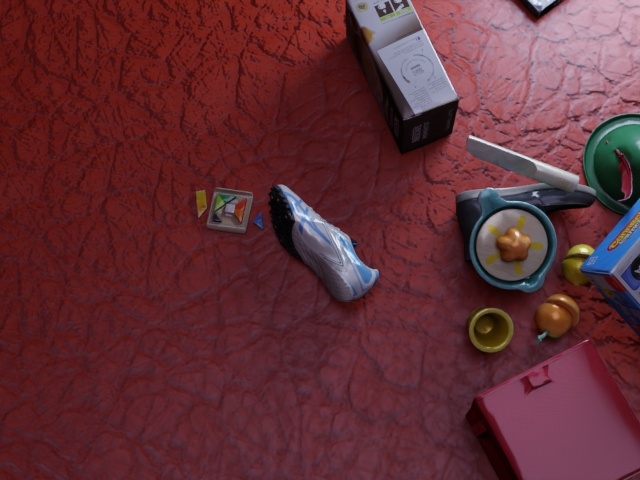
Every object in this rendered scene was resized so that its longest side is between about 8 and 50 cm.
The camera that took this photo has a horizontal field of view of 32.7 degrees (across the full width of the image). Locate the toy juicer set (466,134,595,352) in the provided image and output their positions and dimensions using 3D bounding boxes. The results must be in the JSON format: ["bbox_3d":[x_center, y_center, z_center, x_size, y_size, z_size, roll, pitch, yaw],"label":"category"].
[{"bbox_3d":[0.327,0.005,1.658,0.209,0.089,0.329,-1,96,-4],"label":"toy juicer set"}]

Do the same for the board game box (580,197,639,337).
[{"bbox_3d":[0.591,0.040,1.622,0.308,0.086,0.302,-46,105,-12],"label":"board game box"}]

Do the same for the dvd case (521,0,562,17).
[{"bbox_3d":[0.373,-0.527,1.923,0.179,0.029,0.238,-37,73,-9],"label":"dvd case"}]

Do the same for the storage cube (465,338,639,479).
[{"bbox_3d":[0.344,0.282,1.575,0.215,0.183,0.193,-25,73,-5],"label":"storage cube"}]

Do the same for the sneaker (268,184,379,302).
[{"bbox_3d":[0.000,0.000,1.750,0.086,0.085,0.237,-27,66,-33],"label":"sneaker"}]

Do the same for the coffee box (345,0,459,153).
[{"bbox_3d":[0.130,-0.289,1.799,0.098,0.141,0.246,-22,71,-4],"label":"coffee box"}]

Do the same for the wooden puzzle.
[{"bbox_3d":[-0.151,-0.050,1.802,0.116,0.014,0.078,1,72,3],"label":"wooden puzzle"}]

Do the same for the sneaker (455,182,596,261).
[{"bbox_3d":[0.331,-0.024,1.741,0.222,0.083,0.118,-5,80,7],"label":"sneaker"}]

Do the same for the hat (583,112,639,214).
[{"bbox_3d":[0.512,-0.139,1.704,0.173,0.183,0.208,-9,72,2],"label":"hat"}]
